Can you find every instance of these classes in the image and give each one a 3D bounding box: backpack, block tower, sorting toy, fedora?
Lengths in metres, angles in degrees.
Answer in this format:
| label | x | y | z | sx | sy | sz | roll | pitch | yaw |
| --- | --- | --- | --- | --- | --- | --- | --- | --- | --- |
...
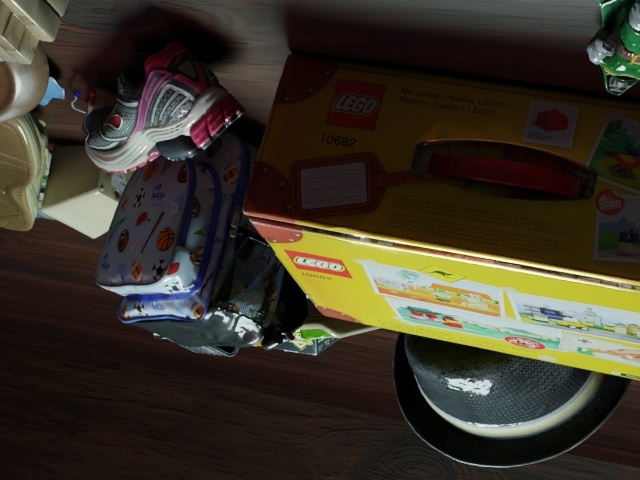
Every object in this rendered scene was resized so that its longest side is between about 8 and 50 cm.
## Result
| label | x | y | z | sx | sy | sz | roll | pitch | yaw |
| --- | --- | --- | --- | --- | --- | --- | --- | --- | --- |
| backpack | -0.148 | -0.009 | 1.555 | 0.276 | 0.263 | 0.213 | -2 | 152 | 47 |
| block tower | -0.441 | -0.261 | 1.287 | 0.335 | 0.091 | 0.097 | 8 | 162 | 21 |
| sorting toy | -0.029 | 0.123 | 1.726 | 0.229 | 0.041 | 0.307 | -1 | -175 | 43 |
| fedora | 0.233 | 0.132 | 1.586 | 0.334 | 0.334 | 0.152 | 6 | 161 | 29 |

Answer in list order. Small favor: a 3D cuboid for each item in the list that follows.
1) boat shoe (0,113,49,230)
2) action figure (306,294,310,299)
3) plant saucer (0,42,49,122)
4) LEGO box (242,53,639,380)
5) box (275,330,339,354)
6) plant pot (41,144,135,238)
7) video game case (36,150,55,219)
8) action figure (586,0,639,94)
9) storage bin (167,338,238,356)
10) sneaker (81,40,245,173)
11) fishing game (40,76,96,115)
| label | x | y | z | sx | sy | sz | roll | pitch | yaw |
| --- | --- | --- | --- | --- | --- | --- | --- | --- | --- |
| boat shoe | -0.427 | -0.126 | 1.643 | 0.121 | 0.110 | 0.341 | 17 | 156 | -6 |
| action figure | -0.098 | 0.076 | 1.986 | 0.285 | 0.099 | 0.185 | -8 | -178 | -38 |
| plant saucer | -0.414 | -0.202 | 1.403 | 0.198 | 0.036 | 0.199 | 5 | 136 | 5 |
| LEGO box | 0.214 | -0.007 | 1.346 | 0.500 | 0.193 | 0.372 | 11 | 163 | 16 |
| box | -0.035 | 0.128 | 2.072 | 0.175 | 0.051 | 0.220 | 7 | -163 | 27 |
| plant pot | -0.325 | -0.080 | 1.773 | 0.096 | 0.109 | 0.109 | -14 | 149 | 35 |
| video game case | -0.515 | -0.109 | 1.954 | 0.299 | 0.036 | 0.329 | 8 | 161 | 24 |
| action figure | 0.272 | -0.172 | 0.997 | 0.137 | 0.064 | 0.232 | 11 | 167 | 2 |
| storage bin | -0.188 | 0.096 | 2.078 | 0.084 | 0.180 | 0.122 | 1 | 158 | 39 |
| sneaker | -0.197 | -0.159 | 1.403 | 0.299 | 0.121 | 0.112 | -8 | 123 | 55 |
| fishing game | -0.403 | -0.212 | 1.511 | 0.264 | 0.041 | 0.189 | 15 | 170 | -10 |
